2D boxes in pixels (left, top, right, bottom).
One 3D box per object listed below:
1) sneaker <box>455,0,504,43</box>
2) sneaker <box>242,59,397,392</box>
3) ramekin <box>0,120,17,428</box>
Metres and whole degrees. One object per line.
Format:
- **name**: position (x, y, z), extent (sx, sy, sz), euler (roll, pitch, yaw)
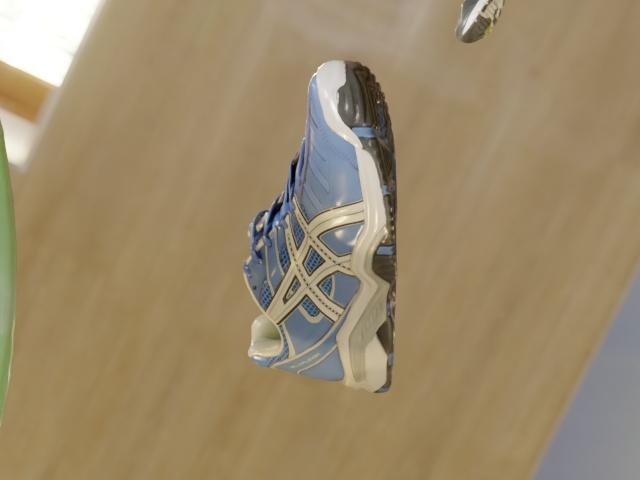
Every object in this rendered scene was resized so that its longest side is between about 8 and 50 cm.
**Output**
- **sneaker**: position (0.115, -0.180, 1.375), extent (0.035, 0.083, 0.031), euler (21, 165, 28)
- **sneaker**: position (0.000, 0.000, 0.988), extent (0.081, 0.211, 0.080), euler (2, -141, 3)
- **ramekin**: position (-0.265, 0.010, 0.778), extent (0.148, 0.303, 0.303), euler (-2, -155, -40)
